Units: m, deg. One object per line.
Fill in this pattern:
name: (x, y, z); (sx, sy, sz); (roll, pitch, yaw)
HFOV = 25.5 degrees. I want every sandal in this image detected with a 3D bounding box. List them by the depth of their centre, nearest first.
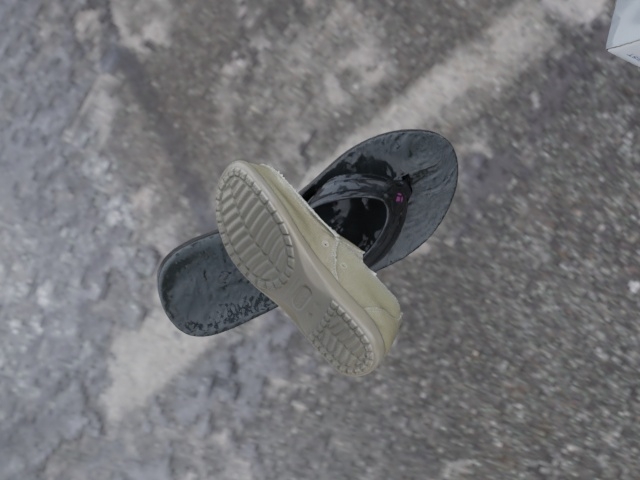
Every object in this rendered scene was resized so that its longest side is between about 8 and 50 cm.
sandal: (0.000, 0.003, 1.870); (0.445, 0.168, 0.107); (-29, 16, -7)

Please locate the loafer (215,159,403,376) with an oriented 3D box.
loafer: (-0.012, 0.024, 1.509); (0.268, 0.092, 0.102); (54, 130, 10)

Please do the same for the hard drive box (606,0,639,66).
hard drive box: (0.486, -0.253, 1.675); (0.232, 0.181, 0.089); (-9, 65, 60)
